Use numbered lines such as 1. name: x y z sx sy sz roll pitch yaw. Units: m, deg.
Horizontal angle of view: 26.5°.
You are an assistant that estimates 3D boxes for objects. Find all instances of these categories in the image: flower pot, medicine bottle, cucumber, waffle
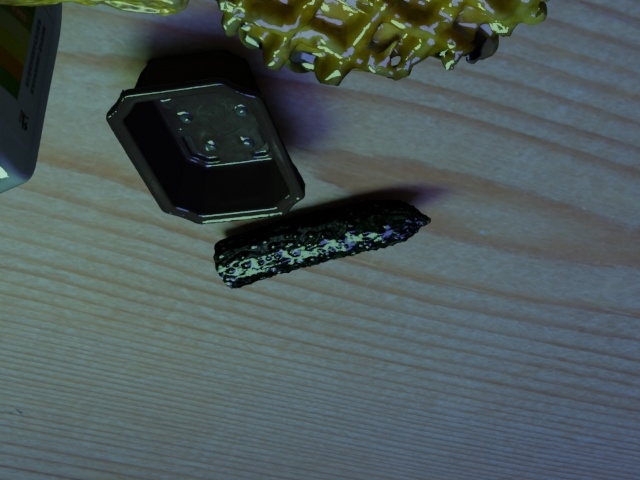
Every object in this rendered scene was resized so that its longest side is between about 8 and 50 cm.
1. flower pot: -0.122 -0.124 1.535 0.179 0.084 0.251 -6 146 13
2. medicine bottle: -0.348 -0.147 1.303 0.124 0.324 0.179 -18 141 30
3. cucumber: 0.000 -0.002 1.718 0.300 0.072 0.072 -15 142 22
4. waffle: 0.049 -0.301 1.249 0.380 0.095 0.382 -7 142 14

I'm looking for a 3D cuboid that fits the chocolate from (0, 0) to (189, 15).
1. chocolate: -0.329 -0.275 1.205 0.445 0.162 0.162 13 146 1
